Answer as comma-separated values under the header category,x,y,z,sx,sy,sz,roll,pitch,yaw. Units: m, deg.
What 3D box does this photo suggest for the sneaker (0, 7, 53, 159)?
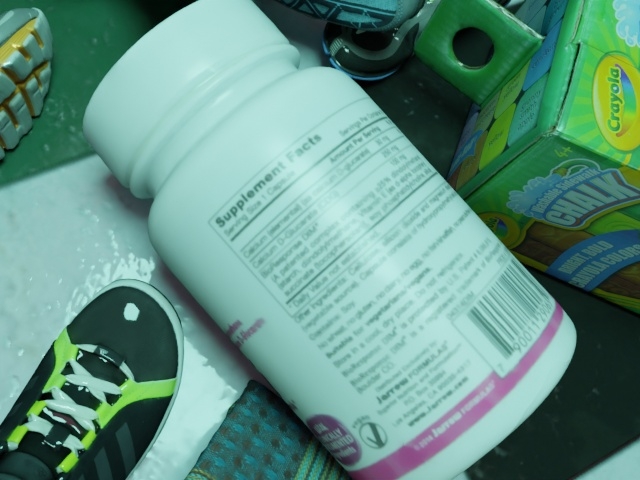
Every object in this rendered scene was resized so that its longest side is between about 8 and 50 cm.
category,x,y,z,sx,sy,sz,roll,pitch,yaw
sneaker,-0.249,-0.071,0.454,0.083,0.084,0.214,33,71,3

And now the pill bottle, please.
category,x,y,z,sx,sy,sz,roll,pitch,yaw
pill bottle,0.000,0.000,0.448,0.160,0.160,0.283,-40,86,-20

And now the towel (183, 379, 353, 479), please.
category,x,y,z,sx,sy,sz,roll,pitch,yaw
towel,0.061,0.256,0.376,0.370,0.040,0.271,36,28,1

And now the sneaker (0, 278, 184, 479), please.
category,x,y,z,sx,sy,sz,roll,pitch,yaw
sneaker,-0.145,0.126,0.412,0.084,0.097,0.234,27,70,-5

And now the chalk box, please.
category,x,y,z,sx,sy,sz,roll,pitch,yaw
chalk box,0.202,-0.080,0.508,0.289,0.180,0.179,22,71,-5

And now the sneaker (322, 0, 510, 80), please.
category,x,y,z,sx,sy,sz,roll,pitch,yaw
sneaker,0.081,-0.185,0.562,0.188,0.078,0.067,-29,84,-16

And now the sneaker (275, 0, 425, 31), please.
category,x,y,z,sx,sy,sz,roll,pitch,yaw
sneaker,-0.061,-0.188,0.472,0.262,0.104,0.125,24,51,3
